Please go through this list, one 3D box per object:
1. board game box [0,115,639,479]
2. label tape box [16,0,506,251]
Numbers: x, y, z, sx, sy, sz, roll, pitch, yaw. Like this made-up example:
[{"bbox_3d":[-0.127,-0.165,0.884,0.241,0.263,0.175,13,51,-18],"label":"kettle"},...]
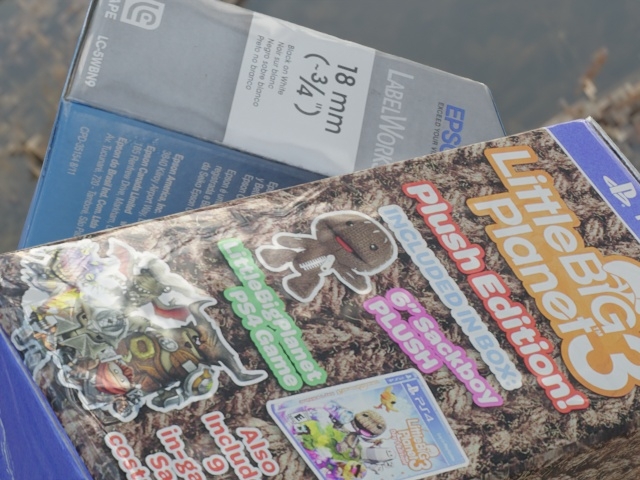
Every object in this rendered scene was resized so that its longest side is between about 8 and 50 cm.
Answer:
[{"bbox_3d":[-0.003,0.102,0.778,0.141,0.291,0.232,54,140,27],"label":"board game box"},{"bbox_3d":[0.000,0.000,1.158,0.241,0.333,0.106,118,166,-53],"label":"label tape box"}]
